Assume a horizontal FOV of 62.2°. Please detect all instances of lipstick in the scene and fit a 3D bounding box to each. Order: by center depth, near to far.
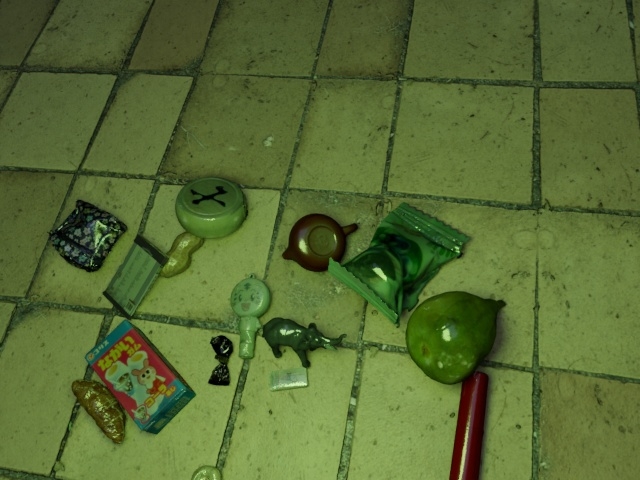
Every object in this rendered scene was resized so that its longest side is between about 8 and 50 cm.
[{"bbox_3d":[0.381,0.474,1.354,0.073,0.073,0.279,9,66,13],"label":"lipstick"}]

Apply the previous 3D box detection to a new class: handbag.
[{"bbox_3d":[-0.765,-0.010,1.749,0.229,0.127,0.207,26,77,20],"label":"handbag"}]

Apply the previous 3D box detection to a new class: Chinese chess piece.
[{"bbox_3d":[-0.349,-0.111,1.718,0.238,0.092,0.237,3,45,-3],"label":"Chinese chess piece"}]

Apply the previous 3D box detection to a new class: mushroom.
[{"bbox_3d":[-0.299,0.629,1.385,0.084,0.067,0.083,-3,57,4],"label":"mushroom"}]

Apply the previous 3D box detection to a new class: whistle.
[{"bbox_3d":[-0.210,0.221,1.580,0.126,0.067,0.257,-7,66,20],"label":"whistle"}]

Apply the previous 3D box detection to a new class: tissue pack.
[{"bbox_3d":[-0.090,0.391,1.496,0.108,0.023,0.056,-9,61,4],"label":"tissue pack"}]

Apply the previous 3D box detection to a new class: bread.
[{"bbox_3d":[-0.610,0.466,1.497,0.076,0.105,0.233,-44,71,-7],"label":"bread"}]

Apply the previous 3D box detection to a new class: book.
[{"bbox_3d":[-0.582,0.113,1.670,0.157,0.026,0.231,33,93,30],"label":"book"}]

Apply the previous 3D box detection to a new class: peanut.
[{"bbox_3d":[-0.443,0.040,1.698,0.089,0.089,0.192,25,71,20],"label":"peanut"}]

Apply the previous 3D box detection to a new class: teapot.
[{"bbox_3d":[0.000,0.000,1.631,0.252,0.135,0.178,-23,96,-23],"label":"teapot"}]

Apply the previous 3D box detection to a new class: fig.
[{"bbox_3d":[0.359,0.245,1.428,0.233,0.314,0.232,5,100,29],"label":"fig"}]

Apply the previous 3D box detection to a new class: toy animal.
[{"bbox_3d":[-0.046,0.283,1.475,0.270,0.137,0.082,6,45,21],"label":"toy animal"}]

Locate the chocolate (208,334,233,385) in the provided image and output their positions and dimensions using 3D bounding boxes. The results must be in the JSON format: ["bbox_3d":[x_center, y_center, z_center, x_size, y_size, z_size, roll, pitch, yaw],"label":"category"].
[{"bbox_3d":[-0.288,0.343,1.531,0.072,0.070,0.147,-5,67,1],"label":"chocolate"}]

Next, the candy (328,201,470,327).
[{"bbox_3d":[0.235,0.045,1.547,0.263,0.172,0.398,37,62,19],"label":"candy"}]

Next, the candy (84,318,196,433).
[{"bbox_3d":[-0.519,0.387,1.526,0.306,0.100,0.157,39,76,23],"label":"candy"}]
